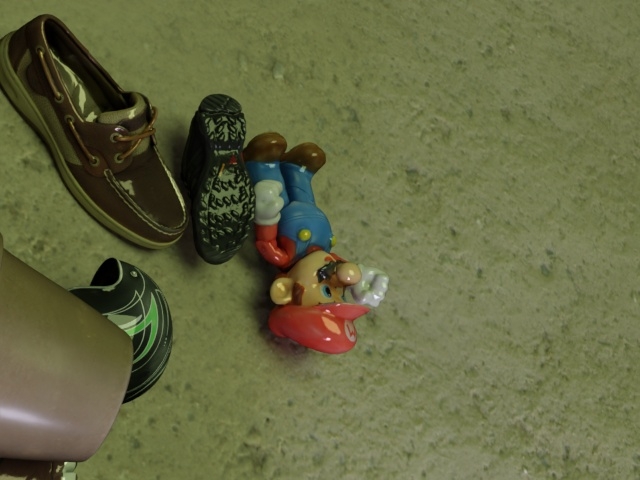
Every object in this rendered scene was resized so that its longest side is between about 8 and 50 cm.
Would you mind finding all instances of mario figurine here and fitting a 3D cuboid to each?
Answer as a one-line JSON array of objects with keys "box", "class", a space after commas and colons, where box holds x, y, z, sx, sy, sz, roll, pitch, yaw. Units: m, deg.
[{"box": [0.000, 0.000, 2.092, 0.198, 0.170, 0.320, -9, 68, -16], "class": "mario figurine"}]

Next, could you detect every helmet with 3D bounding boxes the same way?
[{"box": [-0.254, 0.111, 1.803, 0.161, 0.169, 0.169, -18, 84, -32], "class": "helmet"}]

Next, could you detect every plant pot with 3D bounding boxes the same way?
[{"box": [-0.331, 0.133, 1.608, 0.229, 0.263, 0.263, 23, 55, -20], "class": "plant pot"}]

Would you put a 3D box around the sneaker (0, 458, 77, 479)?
[{"box": [-0.348, 0.321, 1.670, 0.162, 0.106, 0.281, 4, 63, -31], "class": "sneaker"}]

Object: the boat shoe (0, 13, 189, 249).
[{"box": [-0.270, -0.139, 1.934, 0.342, 0.123, 0.123, 55, 43, -11], "class": "boat shoe"}]

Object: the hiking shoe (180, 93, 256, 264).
[{"box": [-0.140, -0.076, 2.041, 0.086, 0.114, 0.227, 5, 80, -19], "class": "hiking shoe"}]
